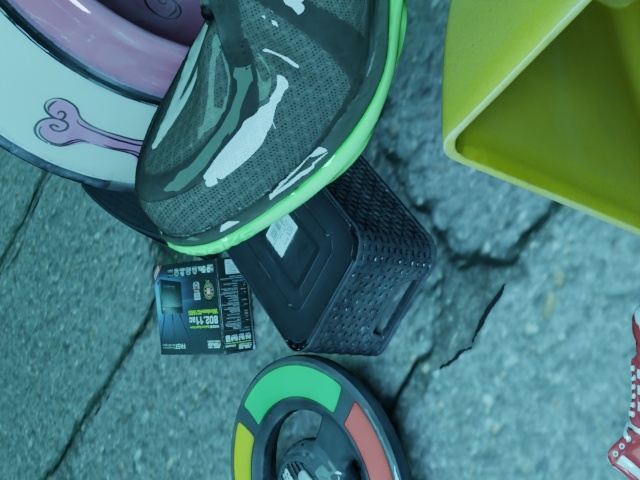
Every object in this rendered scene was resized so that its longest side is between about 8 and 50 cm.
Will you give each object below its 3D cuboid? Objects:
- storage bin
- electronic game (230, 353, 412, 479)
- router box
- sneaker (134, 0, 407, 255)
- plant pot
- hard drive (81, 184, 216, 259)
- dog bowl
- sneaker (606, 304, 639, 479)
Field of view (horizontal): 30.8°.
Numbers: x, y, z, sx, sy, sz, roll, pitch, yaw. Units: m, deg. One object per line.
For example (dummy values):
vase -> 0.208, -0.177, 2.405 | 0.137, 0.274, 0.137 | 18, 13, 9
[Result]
storage bin -> 0.000, 0.000, 0.978 | 0.180, 0.084, 0.122 | 53, 124, 42
electronic game -> -0.003, 0.207, 0.949 | 0.229, 0.048, 0.229 | 9, 101, 51
router box -> -0.116, 0.065, 1.141 | 0.122, 0.038, 0.092 | -8, 88, 52
sneaker -> -0.026, -0.222, 0.727 | 0.185, 0.202, 0.483 | 39, 111, 50
plant pot -> 0.197, -0.148, 0.667 | 0.212, 0.212, 0.187 | -47, 36, 37
hard drive -> -0.176, -0.088, 1.242 | 0.254, 0.054, 0.172 | 26, 105, 51
dog bowl -> -0.160, -0.252, 0.962 | 0.150, 0.408, 0.408 | -34, 59, 45
sneaker -> 0.205, 0.103, 0.729 | 0.067, 0.042, 0.118 | -36, 59, 39
